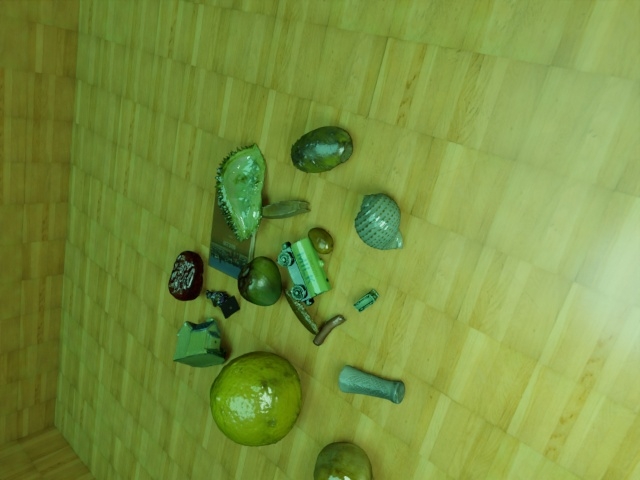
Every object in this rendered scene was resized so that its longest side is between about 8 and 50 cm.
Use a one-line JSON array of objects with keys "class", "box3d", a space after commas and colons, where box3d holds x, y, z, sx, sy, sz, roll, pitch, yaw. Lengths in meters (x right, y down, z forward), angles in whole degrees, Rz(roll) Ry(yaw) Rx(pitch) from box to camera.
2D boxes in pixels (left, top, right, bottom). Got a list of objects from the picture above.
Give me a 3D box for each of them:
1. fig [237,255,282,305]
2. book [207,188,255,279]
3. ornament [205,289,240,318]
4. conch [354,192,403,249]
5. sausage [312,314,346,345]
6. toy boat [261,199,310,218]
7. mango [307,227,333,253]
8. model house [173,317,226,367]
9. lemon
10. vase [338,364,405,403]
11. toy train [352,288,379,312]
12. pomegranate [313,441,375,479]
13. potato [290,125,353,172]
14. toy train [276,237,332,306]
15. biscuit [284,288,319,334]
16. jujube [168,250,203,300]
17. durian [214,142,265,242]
[{"class": "fig", "box3d": [-0.231, 0.166, 1.867, 0.181, 0.181, 0.191, -24, 108, 38]}, {"class": "book", "box3d": [-0.376, -0.029, 2.036, 0.262, 0.028, 0.374, 20, 108, 35]}, {"class": "ornament", "box3d": [-0.443, 0.270, 2.115, 0.203, 0.088, 0.081, 13, 129, 49]}, {"class": "conch", "box3d": [0.180, -0.051, 1.523, 0.172, 0.131, 0.200, -30, 78, 37]}, {"class": "sausage", "box3d": [0.028, 0.330, 1.762, 0.047, 0.040, 0.177, 52, 123, 22]}, {"class": "toy boat", "box3d": [-0.133, -0.112, 1.802, 0.206, 0.072, 0.064, -6, 79, 26]}, {"class": "mango", "box3d": [0.000, 0.000, 1.719, 0.114, 0.060, 0.080, 42, 118, 30]}, {"class": "model house", "box3d": [-0.528, 0.458, 2.167, 0.214, 0.195, 0.189, -19, 60, 25]}, {"class": "lemon", "box3d": [-0.251, 0.596, 1.828, 0.387, 0.350, 0.350, 9, 103, 26]}, {"class": "vase", "box3d": [0.178, 0.497, 1.637, 0.219, 0.096, 0.096, 4, 99, 35]}, {"class": "toy train", "box3d": [0.156, 0.205, 1.628, 0.038, 0.056, 0.093, 49, 125, 2]}, {"class": "pomegranate", "box3d": [0.080, 0.836, 1.689, 0.233, 0.233, 0.233, 7, 101, 38]}, {"class": "potato", "box3d": [0.002, -0.310, 1.636, 0.251, 0.113, 0.149, -7, 94, 39]}, {"class": "toy train", "box3d": [-0.052, 0.109, 1.764, 0.157, 0.105, 0.253, -26, 80, 24]}, {"class": "biscuit", "box3d": [-0.072, 0.275, 1.807, 0.206, 0.025, 0.126, 51, 161, 17]}, {"class": "jujube", "box3d": [-0.608, 0.164, 2.180, 0.155, 0.155, 0.230, 23, 101, 34]}, {"class": "durian", "box3d": [-0.316, -0.188, 1.912, 0.198, 0.163, 0.394, -1, 84, -5]}]
